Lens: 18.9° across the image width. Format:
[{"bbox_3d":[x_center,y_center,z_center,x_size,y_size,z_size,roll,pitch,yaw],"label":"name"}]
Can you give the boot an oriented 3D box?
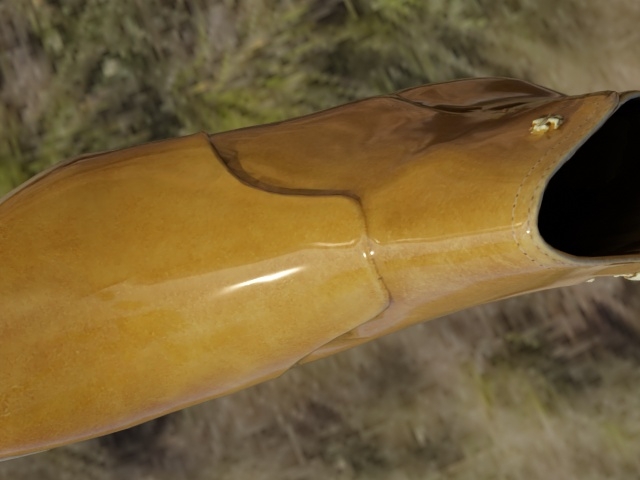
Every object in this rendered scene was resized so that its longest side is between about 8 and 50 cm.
[{"bbox_3d":[0.001,0.001,0.705,0.295,0.104,0.211,-25,-167,-34],"label":"boot"}]
